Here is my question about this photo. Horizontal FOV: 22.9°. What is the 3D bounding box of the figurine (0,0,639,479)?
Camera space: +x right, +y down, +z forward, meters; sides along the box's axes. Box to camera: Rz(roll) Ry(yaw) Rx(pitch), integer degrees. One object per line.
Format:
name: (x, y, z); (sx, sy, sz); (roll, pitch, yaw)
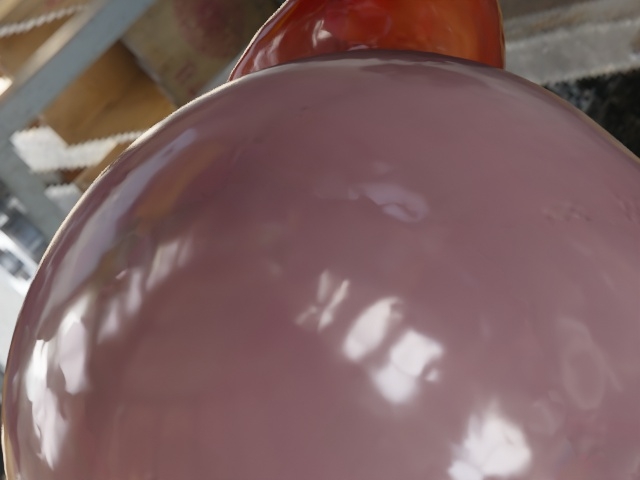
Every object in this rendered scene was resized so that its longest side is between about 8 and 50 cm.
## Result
figurine: (0.003, 0.044, 0.479); (0.261, 0.270, 0.211); (41, -169, 34)
